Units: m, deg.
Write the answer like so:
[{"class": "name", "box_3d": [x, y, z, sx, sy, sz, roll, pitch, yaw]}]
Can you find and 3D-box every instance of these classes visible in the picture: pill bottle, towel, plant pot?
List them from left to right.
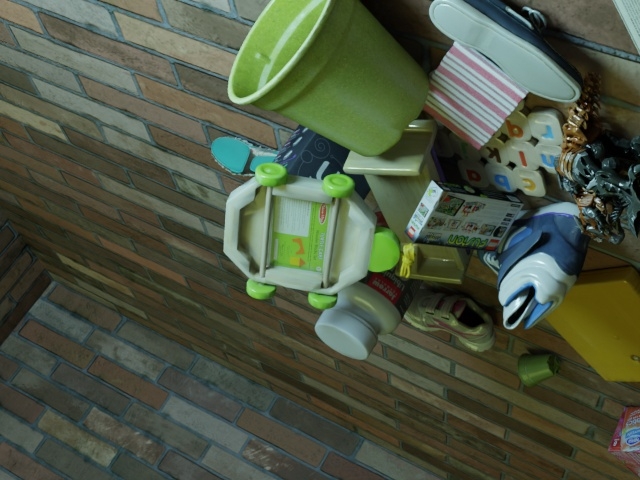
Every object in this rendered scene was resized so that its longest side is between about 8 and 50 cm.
[{"class": "plant pot", "box_3d": [0.031, -0.276, 1.445, 0.254, 0.276, 0.276, 32, 158, -26]}, {"class": "pill bottle", "box_3d": [0.119, 0.092, 1.900, 0.176, 0.318, 0.176, 26, 154, 13]}, {"class": "towel", "box_3d": [0.248, -0.240, 1.450, 0.144, 0.029, 0.197, 37, 154, 2]}, {"class": "plant pot", "box_3d": [0.529, 0.303, 2.102, 0.083, 0.083, 0.079, 42, 141, -20]}]

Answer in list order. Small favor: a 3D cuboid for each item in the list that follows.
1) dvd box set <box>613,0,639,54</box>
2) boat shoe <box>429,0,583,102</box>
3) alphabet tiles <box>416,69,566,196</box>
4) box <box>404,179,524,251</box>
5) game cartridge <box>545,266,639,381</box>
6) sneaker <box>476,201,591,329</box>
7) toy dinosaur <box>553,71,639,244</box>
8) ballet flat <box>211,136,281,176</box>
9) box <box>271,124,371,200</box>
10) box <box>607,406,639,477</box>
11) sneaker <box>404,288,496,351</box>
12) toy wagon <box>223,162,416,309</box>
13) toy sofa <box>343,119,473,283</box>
[{"class": "dvd box set", "box_3d": [0.547, -0.293, 0.995, 0.421, 0.062, 0.307, 1, 140, 50]}, {"class": "boat shoe", "box_3d": [0.281, -0.295, 1.286, 0.255, 0.079, 0.095, 33, 157, 7]}, {"class": "alphabet tiles", "box_3d": [0.297, -0.187, 1.533, 0.284, 0.021, 0.278, 13, 146, 36]}, {"class": "box", "box_3d": [0.260, -0.041, 1.577, 0.207, 0.114, 0.036, 7, -148, -36]}, {"class": "game cartridge", "box_3d": [0.613, 0.179, 1.804, 0.324, 0.052, 0.285, 45, 153, -19]}, {"class": "sneaker", "box_3d": [0.363, 0.065, 1.658, 0.130, 0.236, 0.323, 39, 154, -12]}, {"class": "toy dinosaur", "box_3d": [0.442, -0.108, 1.370, 0.218, 0.164, 0.322, 29, 172, 46]}, {"class": "ballet flat", "box_3d": [-0.146, -0.175, 2.017, 0.241, 0.091, 0.077, 22, 175, 31]}, {"class": "box", "box_3d": [-0.006, -0.116, 1.723, 0.165, 0.270, 0.143, 42, 153, -19]}, {"class": "box", "box_3d": [0.819, 0.512, 2.064, 0.257, 0.128, 0.123, 39, 154, -15]}, {"class": "sneaker", "box_3d": [0.306, 0.167, 2.094, 0.252, 0.103, 0.111, 20, 149, 12]}, {"class": "toy wagon", "box_3d": [0.000, 0.000, 1.579, 0.345, 0.068, 0.267, 9, 124, 2]}, {"class": "toy sofa", "box_3d": [0.189, -0.089, 1.679, 0.150, 0.177, 0.362, 5, 145, 29]}]
